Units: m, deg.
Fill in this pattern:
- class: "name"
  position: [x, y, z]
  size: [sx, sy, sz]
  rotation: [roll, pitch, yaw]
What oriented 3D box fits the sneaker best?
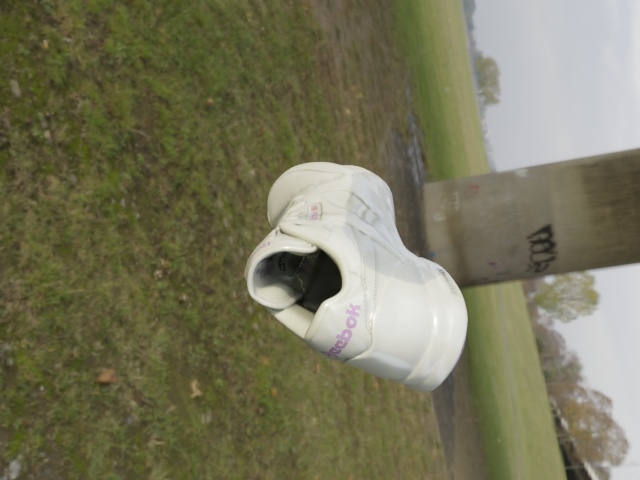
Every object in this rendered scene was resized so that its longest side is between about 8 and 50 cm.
- class: "sneaker"
  position: [0.000, 0.000, 0.606]
  size: [0.114, 0.152, 0.305]
  rotation: [-65, -149, 17]
